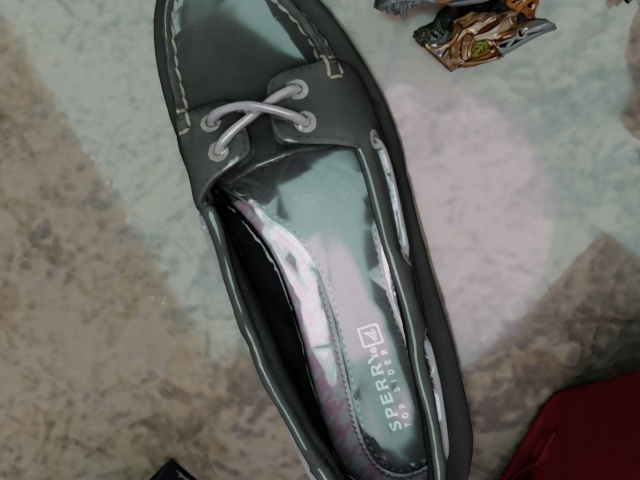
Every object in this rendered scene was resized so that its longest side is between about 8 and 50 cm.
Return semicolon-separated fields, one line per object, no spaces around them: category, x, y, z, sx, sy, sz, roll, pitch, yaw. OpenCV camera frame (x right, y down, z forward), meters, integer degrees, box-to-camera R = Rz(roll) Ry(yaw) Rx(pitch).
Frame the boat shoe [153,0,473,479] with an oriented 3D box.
boat shoe;0.000;0.000;0.599;0.112;0.095;0.335;-20;96;8

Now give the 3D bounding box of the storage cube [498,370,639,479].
storage cube;0.175;0.186;0.534;0.215;0.193;0.184;38;73;0

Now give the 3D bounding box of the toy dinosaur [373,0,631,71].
toy dinosaur;0.127;-0.243;0.551;0.218;0.164;0.322;35;81;-16

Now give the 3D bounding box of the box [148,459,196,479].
box;-0.058;0.236;0.555;0.184;0.261;0.103;37;99;-2
